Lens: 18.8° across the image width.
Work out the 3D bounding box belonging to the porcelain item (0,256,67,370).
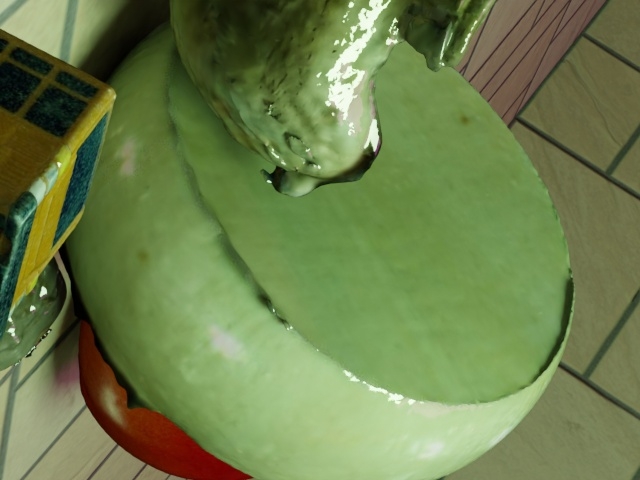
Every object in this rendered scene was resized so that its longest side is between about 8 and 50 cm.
[{"bbox_3d":[-0.203,0.004,1.142,0.081,0.069,0.216,-49,165,-15],"label":"porcelain item"}]

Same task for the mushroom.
[{"bbox_3d":[0.018,-0.200,1.084,0.130,0.247,0.344,11,123,-37],"label":"mushroom"}]

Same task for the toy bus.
[{"bbox_3d":[-0.176,-0.049,0.715,0.103,0.182,0.091,-59,175,-43],"label":"toy bus"}]

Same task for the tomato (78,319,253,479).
[{"bbox_3d":[-0.057,0.055,1.553,0.299,0.226,0.298,-50,168,-14],"label":"tomato"}]

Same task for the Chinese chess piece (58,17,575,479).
[{"bbox_3d":[0.000,0.000,1.270,0.146,0.349,0.349,-44,-179,39],"label":"Chinese chess piece"}]
